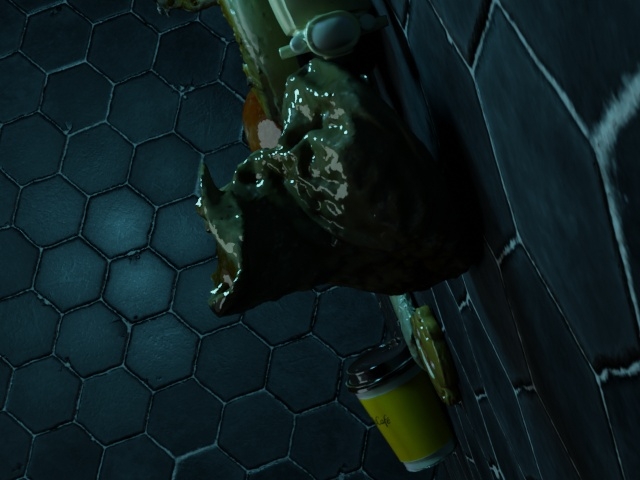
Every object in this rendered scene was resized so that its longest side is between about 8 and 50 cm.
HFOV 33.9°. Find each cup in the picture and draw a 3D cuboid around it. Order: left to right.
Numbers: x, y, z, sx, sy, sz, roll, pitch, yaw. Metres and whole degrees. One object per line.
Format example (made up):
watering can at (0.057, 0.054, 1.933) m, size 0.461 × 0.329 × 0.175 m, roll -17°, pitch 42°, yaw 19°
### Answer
cup at (0.187, 0.369, 2.372) m, size 0.279 × 0.196 × 0.196 m, roll 63°, pitch 180°, yaw -7°

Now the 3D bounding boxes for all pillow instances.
pillow at (0.174, 0.143, 2.140) m, size 0.148 × 0.050 × 0.229 m, roll 80°, pitch 175°, yaw -50°

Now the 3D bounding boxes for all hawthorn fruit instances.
hawthorn fruit at (-0.046, -0.212, 1.854) m, size 0.253 × 0.205 × 0.205 m, roll -5°, pitch 107°, yaw 62°

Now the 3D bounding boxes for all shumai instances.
shumai at (0.000, 0.000, 1.109) m, size 0.267 × 0.262 × 0.314 m, roll 44°, pitch 175°, yaw 44°

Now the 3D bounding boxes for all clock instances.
clock at (0.001, -0.283, 1.218) m, size 0.379 × 0.120 × 0.276 m, roll 59°, pitch -167°, yaw -67°

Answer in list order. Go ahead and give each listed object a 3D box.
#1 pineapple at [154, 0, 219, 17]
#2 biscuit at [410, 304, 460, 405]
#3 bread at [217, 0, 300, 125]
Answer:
pineapple at (-0.236, -0.608, 1.909) m, size 0.352 × 0.353 × 0.300 m, roll 71°, pitch -171°, yaw -47°
biscuit at (0.204, 0.208, 1.897) m, size 0.249 × 0.035 × 0.184 m, roll 78°, pitch 169°, yaw -69°
bread at (-0.042, -0.290, 1.508) m, size 0.192 × 0.171 × 0.314 m, roll -115°, pitch 3°, yaw -49°
